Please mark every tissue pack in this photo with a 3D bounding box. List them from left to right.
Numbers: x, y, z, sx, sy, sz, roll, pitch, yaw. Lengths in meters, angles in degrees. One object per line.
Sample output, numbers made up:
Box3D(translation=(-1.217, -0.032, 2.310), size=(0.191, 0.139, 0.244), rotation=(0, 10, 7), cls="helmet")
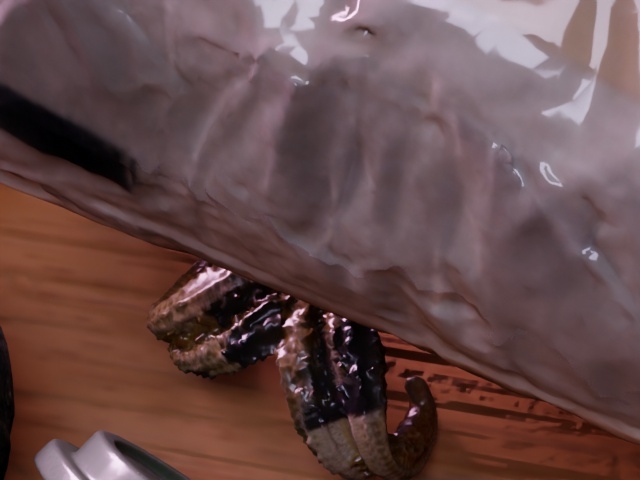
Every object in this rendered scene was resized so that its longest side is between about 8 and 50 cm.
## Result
Box3D(translation=(0.102, -0.099, 0.689), size=(0.390, 0.195, 0.375), rotation=(27, 40, 20), cls="tissue pack")

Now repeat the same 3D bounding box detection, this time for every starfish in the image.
Box3D(translation=(-0.001, 0.000, 0.771), size=(0.190, 0.074, 0.146), rotation=(32, 79, 22), cls="starfish")

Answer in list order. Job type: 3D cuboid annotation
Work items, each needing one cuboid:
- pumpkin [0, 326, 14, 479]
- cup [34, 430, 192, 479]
Box3D(translation=(-0.227, 0.073, 0.717), size=(0.233, 0.163, 0.233), rotation=(-4, 64, 8), cls="pumpkin")
Box3D(translation=(-0.081, 0.149, 0.697), size=(0.120, 0.120, 0.141), rotation=(37, 89, 21), cls="cup")
